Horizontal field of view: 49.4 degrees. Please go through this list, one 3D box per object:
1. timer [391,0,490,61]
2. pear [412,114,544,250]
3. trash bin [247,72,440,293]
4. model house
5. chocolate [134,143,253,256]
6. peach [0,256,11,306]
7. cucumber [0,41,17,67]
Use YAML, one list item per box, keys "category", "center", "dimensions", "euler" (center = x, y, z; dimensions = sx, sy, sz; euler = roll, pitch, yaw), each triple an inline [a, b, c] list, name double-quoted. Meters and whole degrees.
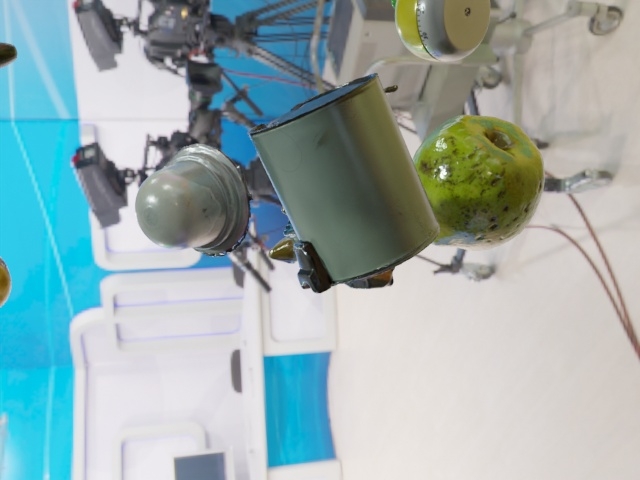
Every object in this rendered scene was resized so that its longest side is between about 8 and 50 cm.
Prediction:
- category: "timer"
  center: [0.302, -0.631, 1.936]
  dimensions: [0.285, 0.285, 0.285]
  euler: [178, 90, -75]
- category: "pear"
  center: [0.412, -0.142, 1.895]
  dimensions: [0.391, 0.391, 0.391]
  euler: [178, 90, -75]
- category: "trash bin"
  center: [0.041, -0.095, 1.086]
  dimensions: [0.217, 0.277, 0.262]
  euler: [5, 123, 62]
- category: "model house"
  center: [0.000, 0.000, 1.554]
  dimensions: [0.184, 0.291, 0.253]
  euler: [-2, 96, 57]
- category: "chocolate"
  center: [-0.238, -0.061, 1.167]
  dimensions: [0.221, 0.147, 0.221]
  euler: [7, 102, 36]
- category: "peach"
  center: [-0.570, 0.048, 1.084]
  dimensions: [0.103, 0.179, 0.179]
  euler: [-58, 18, 0]
- category: "cucumber"
  center: [-0.822, -0.417, 1.612]
  dimensions: [0.069, 0.227, 0.069]
  euler: [45, 144, 46]
